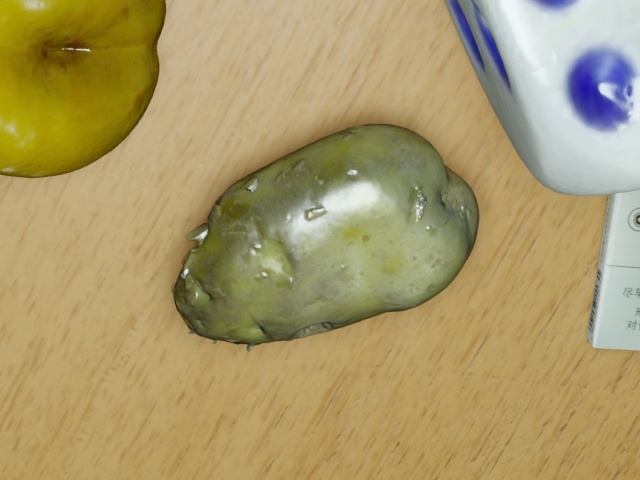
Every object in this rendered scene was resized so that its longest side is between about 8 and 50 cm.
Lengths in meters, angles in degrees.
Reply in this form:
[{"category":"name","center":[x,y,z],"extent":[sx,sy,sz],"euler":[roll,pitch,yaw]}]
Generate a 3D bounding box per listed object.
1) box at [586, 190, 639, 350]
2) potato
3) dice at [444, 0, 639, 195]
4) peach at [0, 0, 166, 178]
[{"category":"box","center":[0.346,-0.008,1.784],"extent":[0.139,0.035,0.245],"euler":[3,107,-7]},{"category":"potato","center":[0.000,0.000,1.689],"extent":[0.296,0.141,0.192],"euler":[-25,125,0]},{"category":"dice","center":[0.256,-0.223,1.553],"extent":[0.277,0.304,0.304],"euler":[-22,103,-1]},{"category":"peach","center":[-0.245,-0.174,1.566],"extent":[0.251,0.153,0.251],"euler":[-30,132,-41]}]
